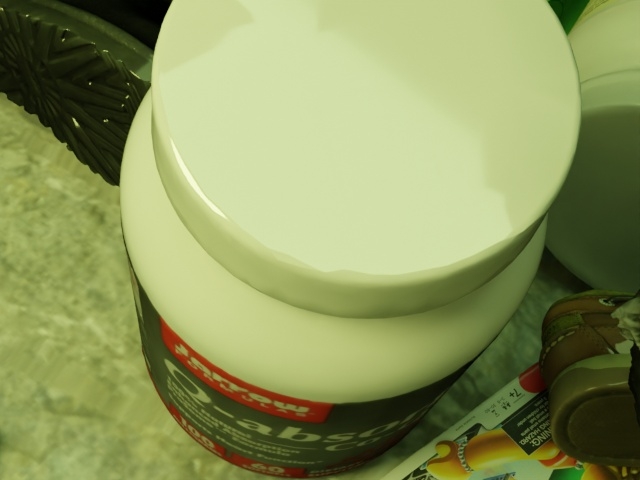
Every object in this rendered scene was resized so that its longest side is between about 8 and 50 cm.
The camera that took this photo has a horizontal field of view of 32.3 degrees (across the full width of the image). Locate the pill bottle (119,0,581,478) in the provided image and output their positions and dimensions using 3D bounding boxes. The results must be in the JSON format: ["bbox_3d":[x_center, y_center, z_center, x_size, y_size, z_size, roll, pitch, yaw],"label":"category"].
[{"bbox_3d":[0.000,0.000,0.597,0.210,0.363,0.210,2,69,-5],"label":"pill bottle"}]

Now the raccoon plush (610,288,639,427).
[{"bbox_3d":[0.361,0.065,0.505,0.446,0.216,0.299,-27,62,-16],"label":"raccoon plush"}]

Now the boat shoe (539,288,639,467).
[{"bbox_3d":[0.291,0.081,0.686,0.307,0.110,0.104,8,42,-3],"label":"boat shoe"}]

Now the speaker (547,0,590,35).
[{"bbox_3d":[0.118,-0.274,0.970,0.131,0.131,0.296,-23,59,-20],"label":"speaker"}]

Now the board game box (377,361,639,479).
[{"bbox_3d":[0.085,0.227,0.651,0.305,0.053,0.193,-32,63,-24],"label":"board game box"}]

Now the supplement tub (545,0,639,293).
[{"bbox_3d":[0.302,-0.122,0.808,0.235,0.235,0.325,27,57,14],"label":"supplement tub"}]

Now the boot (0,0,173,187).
[{"bbox_3d":[-0.118,-0.190,0.860,0.260,0.131,0.348,-36,52,-26],"label":"boot"}]
